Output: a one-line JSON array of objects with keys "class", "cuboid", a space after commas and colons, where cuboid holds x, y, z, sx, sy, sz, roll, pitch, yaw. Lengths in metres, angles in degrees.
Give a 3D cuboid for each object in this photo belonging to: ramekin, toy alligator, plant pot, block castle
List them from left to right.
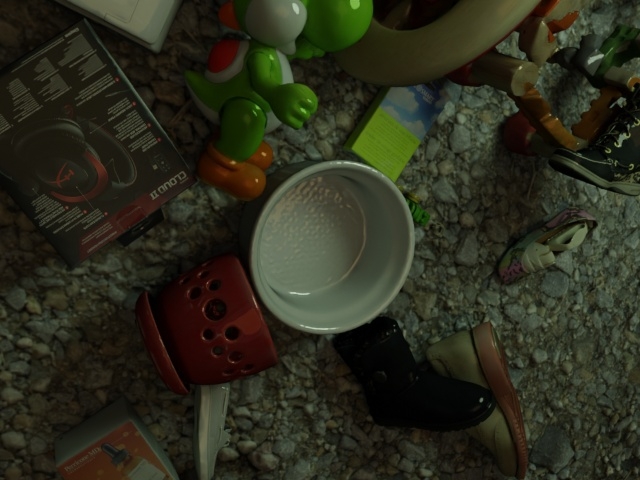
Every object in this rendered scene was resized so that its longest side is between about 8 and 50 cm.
[{"class": "plant pot", "cuboid": [-0.175, 0.134, 1.049, 0.174, 0.191, 0.191, -24, 112, -8]}, {"class": "ramekin", "cuboid": [0.000, 0.000, 1.112, 0.277, 0.135, 0.277, -6, 106, -22]}, {"class": "toy alligator", "cuboid": [0.161, -0.051, 1.211, 0.190, 0.051, 0.056, 28, 92, -26]}, {"class": "block castle", "cuboid": [0.436, -0.379, 1.159, 0.303, 0.213, 0.453, 35, 95, -38]}]

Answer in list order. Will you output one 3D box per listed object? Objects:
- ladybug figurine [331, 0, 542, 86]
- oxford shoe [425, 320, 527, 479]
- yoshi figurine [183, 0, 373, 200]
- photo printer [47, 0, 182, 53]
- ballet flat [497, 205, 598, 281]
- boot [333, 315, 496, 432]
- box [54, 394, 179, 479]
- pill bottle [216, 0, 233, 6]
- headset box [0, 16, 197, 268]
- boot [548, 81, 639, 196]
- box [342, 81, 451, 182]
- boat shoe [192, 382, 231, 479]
[{"class": "ladybug figurine", "cuboid": [0.207, -0.405, 1.011, 0.449, 0.305, 0.162, -41, 152, 19]}, {"class": "oxford shoe", "cuboid": [0.314, 0.326, 1.354, 0.147, 0.140, 0.397, -15, 118, 14]}, {"class": "yoshi figurine", "cuboid": [-0.041, -0.238, 0.958, 0.203, 0.203, 0.362, -13, 134, -49]}, {"class": "photo printer", "cuboid": [-0.270, -0.441, 0.898, 0.256, 0.107, 0.307, 23, 94, -22]}, {"class": "ballet flat", "cuboid": [0.445, 0.010, 1.329, 0.221, 0.079, 0.077, -34, 115, -11]}, {"class": "boot", "cuboid": [0.160, 0.231, 1.203, 0.207, 0.246, 0.094, 64, 35, -25]}, {"class": "box", "cuboid": [-0.322, 0.362, 1.098, 0.130, 0.091, 0.170, -32, 114, -12]}, {"class": "pill bottle", "cuboid": [-0.072, -0.407, 0.993, 0.184, 0.103, 0.103, -35, 114, -11]}, {"class": "headset box", "cuboid": [-0.331, -0.121, 0.957, 0.218, 0.110, 0.293, -38, 114, -10]}, {"class": "boot", "cuboid": [0.473, -0.173, 1.103, 0.236, 0.085, 0.178, 8, 109, -39]}, {"class": "box", "cuboid": [0.130, -0.201, 1.164, 0.109, 0.042, 0.178, 34, 89, -27]}, {"class": "boat shoe", "cuboid": [-0.182, 0.325, 1.167, 0.063, 0.066, 0.184, 0, 94, -22]}]
